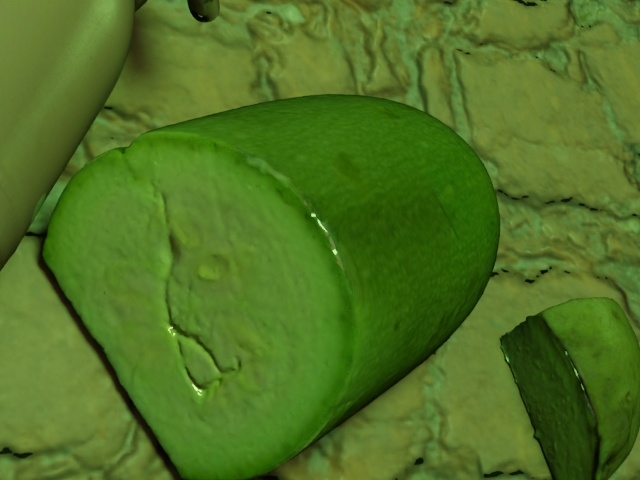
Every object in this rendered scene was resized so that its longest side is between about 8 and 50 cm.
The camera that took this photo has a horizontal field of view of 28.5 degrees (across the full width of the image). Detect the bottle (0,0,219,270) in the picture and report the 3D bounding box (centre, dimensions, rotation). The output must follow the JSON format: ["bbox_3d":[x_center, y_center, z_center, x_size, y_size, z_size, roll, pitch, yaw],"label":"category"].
[{"bbox_3d":[-0.194,-0.122,0.792,0.206,0.173,0.297,17,55,12],"label":"bottle"}]

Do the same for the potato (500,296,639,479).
[{"bbox_3d":[0.225,0.116,0.966,0.120,0.081,0.149,-12,74,-29],"label":"potato"}]

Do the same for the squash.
[{"bbox_3d":[0.000,0.000,0.913,0.233,0.210,0.309,55,28,5],"label":"squash"}]
